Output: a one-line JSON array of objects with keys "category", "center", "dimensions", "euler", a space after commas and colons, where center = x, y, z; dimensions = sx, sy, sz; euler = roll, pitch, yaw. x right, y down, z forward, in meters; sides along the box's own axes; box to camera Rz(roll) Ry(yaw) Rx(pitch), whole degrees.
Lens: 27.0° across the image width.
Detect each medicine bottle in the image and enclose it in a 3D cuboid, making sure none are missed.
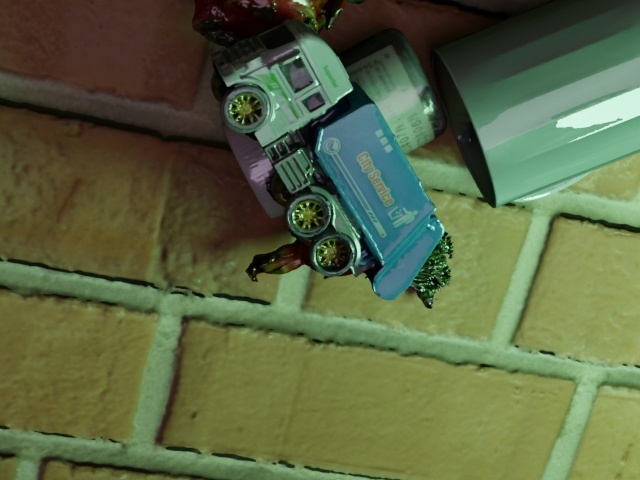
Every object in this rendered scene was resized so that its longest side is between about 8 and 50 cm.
[{"category": "medicine bottle", "center": [0.019, -0.156, 1.790], "dimensions": [0.273, 0.165, 0.165], "euler": [-28, 115, 4]}]

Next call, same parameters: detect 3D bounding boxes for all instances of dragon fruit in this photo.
[{"category": "dragon fruit", "center": [-0.038, -0.319, 1.707], "dimensions": [0.269, 0.198, 0.200], "euler": [16, 88, -25]}, {"category": "dragon fruit", "center": [0.000, 0.000, 1.855], "dimensions": [0.246, 0.125, 0.125], "euler": [-25, 115, 16]}]

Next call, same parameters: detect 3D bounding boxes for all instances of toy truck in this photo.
[{"category": "toy truck", "center": [0.008, -0.097, 1.648], "dimensions": [0.175, 0.146, 0.367], "euler": [-32, 114, 0]}]

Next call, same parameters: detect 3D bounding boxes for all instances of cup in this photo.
[{"category": "cup", "center": [0.348, -0.185, 1.820], "dimensions": [0.327, 0.237, 0.323], "euler": [-22, 145, -1]}]

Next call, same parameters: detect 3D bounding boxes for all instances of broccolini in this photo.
[{"category": "broccolini", "center": [0.081, -0.006, 1.932], "dimensions": [0.271, 0.062, 0.123], "euler": [26, 95, -17]}]
